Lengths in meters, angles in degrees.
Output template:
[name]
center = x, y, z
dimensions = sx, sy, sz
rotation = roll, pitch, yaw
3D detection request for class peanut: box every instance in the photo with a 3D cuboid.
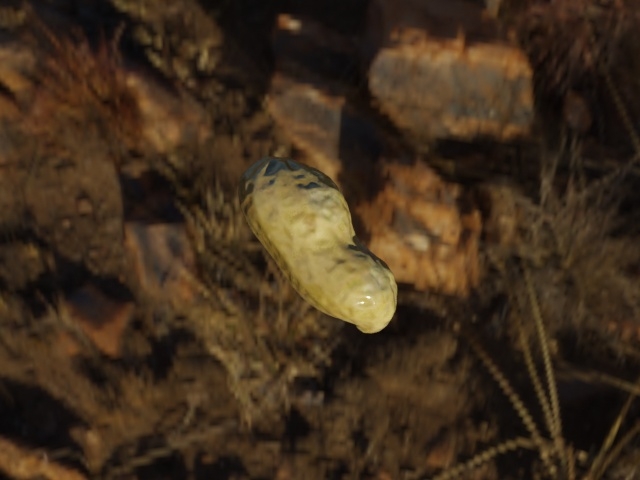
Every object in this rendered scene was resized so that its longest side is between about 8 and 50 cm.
[peanut]
center = 0.000, 0.000, 1.497
dimensions = 0.080, 0.080, 0.174
rotation = -34, 77, -20
